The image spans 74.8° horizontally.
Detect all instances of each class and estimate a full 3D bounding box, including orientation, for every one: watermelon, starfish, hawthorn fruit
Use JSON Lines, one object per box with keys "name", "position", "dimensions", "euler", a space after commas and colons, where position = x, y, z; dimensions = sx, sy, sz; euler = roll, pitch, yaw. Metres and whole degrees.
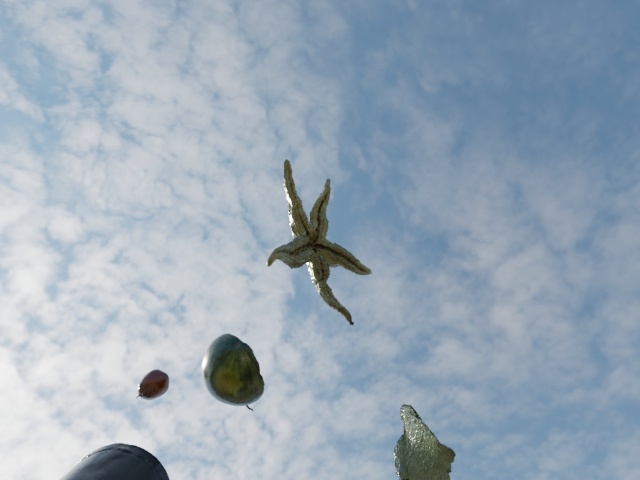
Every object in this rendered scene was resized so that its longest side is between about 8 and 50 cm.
{"name": "watermelon", "position": [-0.254, 0.372, 1.152], "dimensions": [0.127, 0.204, 0.232], "euler": [-26, -26, -40]}
{"name": "starfish", "position": [-0.002, 0.000, 0.970], "dimensions": [0.078, 0.357, 0.347], "euler": [-29, -59, 35]}
{"name": "hawthorn fruit", "position": [-0.477, 0.415, 1.184], "dimensions": [0.081, 0.093, 0.081], "euler": [3, -71, 9]}

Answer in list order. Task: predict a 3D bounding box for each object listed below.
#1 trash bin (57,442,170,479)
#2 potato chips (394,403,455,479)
{"name": "trash bin", "position": [-0.392, 0.493, 0.665], "dimensions": [0.203, 0.301, 0.252], "euler": [23, -90, 3]}
{"name": "potato chips", "position": [0.257, 0.538, 1.064], "dimensions": [0.059, 0.167, 0.228], "euler": [18, -108, -49]}
